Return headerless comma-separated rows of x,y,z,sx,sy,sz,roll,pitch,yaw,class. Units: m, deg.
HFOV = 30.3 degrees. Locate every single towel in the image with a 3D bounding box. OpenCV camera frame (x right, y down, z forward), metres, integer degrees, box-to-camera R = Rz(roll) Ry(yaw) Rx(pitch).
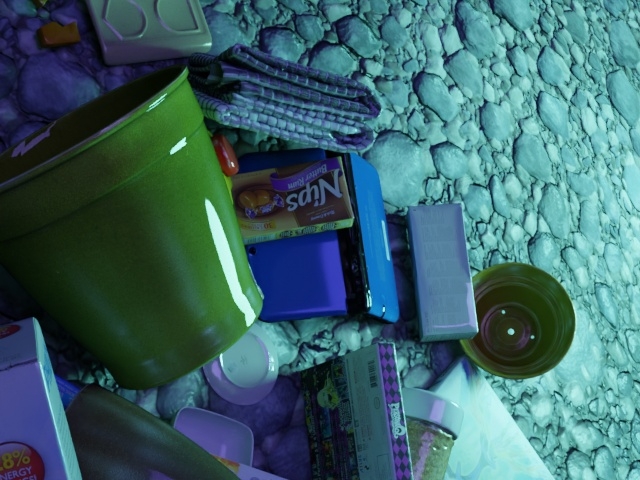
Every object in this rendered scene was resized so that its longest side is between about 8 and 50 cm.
-0.071,-0.231,1.884,0.283,0.235,0.121,12,97,-26,towel

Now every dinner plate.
-0.122,0.186,1.845,0.141,0.017,0.141,13,66,-32,dinner plate

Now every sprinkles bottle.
0.123,0.414,1.843,0.121,0.121,0.355,29,67,-26,sprinkles bottle

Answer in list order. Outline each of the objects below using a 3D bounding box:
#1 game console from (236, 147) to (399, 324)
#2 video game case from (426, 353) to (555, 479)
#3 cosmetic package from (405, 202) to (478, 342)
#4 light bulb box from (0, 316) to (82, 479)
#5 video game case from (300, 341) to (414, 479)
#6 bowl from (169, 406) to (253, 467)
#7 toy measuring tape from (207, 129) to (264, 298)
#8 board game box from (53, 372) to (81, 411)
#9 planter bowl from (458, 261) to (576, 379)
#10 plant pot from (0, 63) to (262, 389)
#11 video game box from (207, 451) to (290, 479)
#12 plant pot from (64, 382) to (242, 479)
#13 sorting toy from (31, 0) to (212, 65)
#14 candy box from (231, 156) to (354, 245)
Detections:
0.000,0.000,2.001,0.250,0.173,0.293,27,53,-64,game console
0.261,0.411,2.036,0.300,0.036,0.329,-41,99,-40,video game case
0.213,0.057,2.096,0.099,0.060,0.239,-2,73,-6,cosmetic package
-0.435,0.315,1.284,0.358,0.225,0.361,-15,100,-12,light bulb box
0.053,0.290,1.811,0.042,0.210,0.232,4,70,-35,video game case
-0.173,0.326,1.728,0.142,0.053,0.142,23,60,-28,bowl
-0.162,-0.058,1.845,0.121,0.121,0.330,-25,92,-40,toy measuring tape
-0.488,0.264,1.503,0.318,0.066,0.318,35,56,-21,board game box
0.349,0.155,2.139,0.217,0.090,0.217,-1,71,4,planter bowl
-0.259,0.001,1.621,0.366,0.366,0.353,-43,112,-39,plant pot
-0.116,0.407,1.656,0.205,0.048,0.187,25,46,-29,video game box
-0.225,0.322,1.524,0.230,0.215,0.215,18,57,7,plant pot
-0.332,-0.392,1.893,0.307,0.041,0.229,-15,87,-40,sorting toy
-0.047,-0.063,1.906,0.186,0.053,0.109,-10,75,-5,candy box
